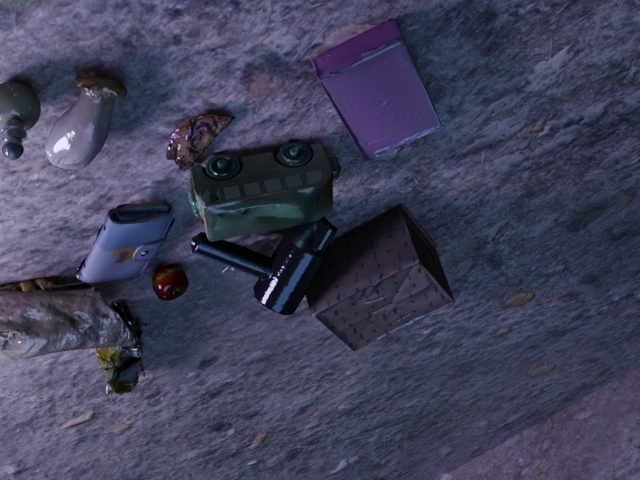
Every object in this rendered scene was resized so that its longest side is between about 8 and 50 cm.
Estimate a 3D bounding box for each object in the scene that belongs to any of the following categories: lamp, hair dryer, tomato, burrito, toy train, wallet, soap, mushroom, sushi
[{"bbox_3d":[-0.534,-0.202,1.428,0.091,0.163,0.091,-8,142,-7],"label":"lamp"},{"bbox_3d":[-0.130,0.012,1.835,0.302,0.116,0.244,20,109,-26],"label":"hair dryer"},{"bbox_3d":[-0.351,0.095,1.917,0.087,0.075,0.087,-23,149,-15],"label":"tomato"},{"bbox_3d":[-0.561,0.174,1.814,0.347,0.107,0.175,1,112,-28],"label":"burrito"},{"bbox_3d":[-0.110,-0.105,1.696,0.326,0.159,0.129,-11,143,-9],"label":"toy train"},{"bbox_3d":[-0.423,0.004,1.788,0.170,0.069,0.231,-6,147,-41],"label":"wallet"},{"bbox_3d":[0.114,-0.288,1.615,0.181,0.081,0.259,-26,139,10],"label":"soap"},{"bbox_3d":[-0.433,-0.215,1.511,0.097,0.088,0.212,31,122,-4],"label":"mushroom"},{"bbox_3d":[-0.492,0.284,2.046,0.131,0.139,0.291,-7,139,-23],"label":"sushi"}]

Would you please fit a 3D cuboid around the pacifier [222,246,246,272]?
[{"bbox_3d":[-0.210,0.034,1.920,0.064,0.068,0.083,43,112,-10],"label":"pacifier"}]

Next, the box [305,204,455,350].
[{"bbox_3d":[0.138,0.096,1.997,0.297,0.190,0.225,-29,138,15],"label":"box"}]

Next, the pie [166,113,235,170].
[{"bbox_3d":[-0.251,-0.199,1.632,0.092,0.034,0.170,14,133,-37],"label":"pie"}]

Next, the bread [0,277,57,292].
[{"bbox_3d":[-0.696,0.158,1.863,0.225,0.081,0.134,-11,142,-12],"label":"bread"}]

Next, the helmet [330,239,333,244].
[{"bbox_3d":[0.000,0.002,1.944,0.065,0.049,0.084,1,138,-22],"label":"helmet"}]
